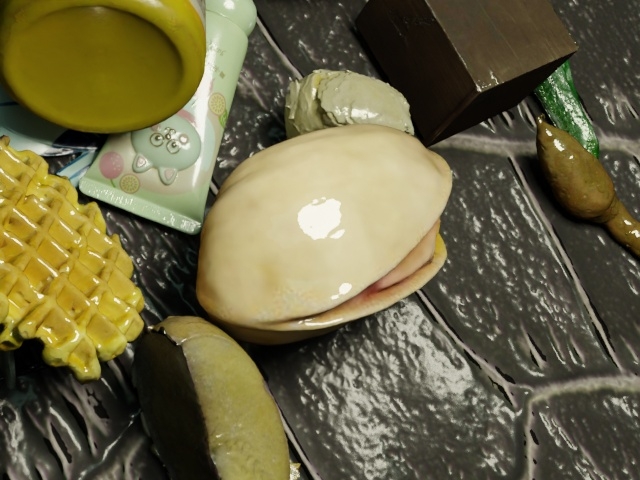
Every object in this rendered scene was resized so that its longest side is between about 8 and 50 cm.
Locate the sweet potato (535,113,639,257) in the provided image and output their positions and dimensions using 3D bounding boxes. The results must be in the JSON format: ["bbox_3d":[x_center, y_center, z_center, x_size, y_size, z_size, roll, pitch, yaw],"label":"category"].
[{"bbox_3d":[0.349,-0.056,1.405,0.269,0.075,0.074,46,61,-14],"label":"sweet potato"}]

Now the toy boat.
[{"bbox_3d":[-0.356,-0.173,1.252,0.291,0.067,0.220,48,60,-8],"label":"toy boat"}]

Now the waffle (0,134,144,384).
[{"bbox_3d":[-0.289,0.006,1.087,0.283,0.065,0.309,14,36,-57],"label":"waffle"}]

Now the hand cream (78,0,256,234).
[{"bbox_3d":[-0.163,-0.166,1.289,0.147,0.093,0.305,21,72,-9],"label":"hand cream"}]

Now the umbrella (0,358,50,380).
[{"bbox_3d":[-0.283,0.128,1.158,0.122,0.022,0.013,-17,100,-12],"label":"umbrella"}]

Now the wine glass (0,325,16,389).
[{"bbox_3d":[-0.422,0.102,1.064,0.241,0.126,0.126,-6,70,-18],"label":"wine glass"}]

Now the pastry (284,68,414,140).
[{"bbox_3d":[0.033,-0.139,1.292,0.166,0.166,0.088,11,67,-13],"label":"pastry"}]

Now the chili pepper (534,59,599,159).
[{"bbox_3d":[0.321,-0.181,1.459,0.088,0.059,0.226,-15,77,-18],"label":"chili pepper"}]

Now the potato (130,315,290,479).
[{"bbox_3d":[-0.114,0.188,1.126,0.098,0.138,0.243,-21,100,-37],"label":"potato"}]

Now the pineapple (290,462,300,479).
[{"bbox_3d":[-0.060,0.260,1.170,0.083,0.019,0.045,5,65,-17],"label":"pineapple"}]

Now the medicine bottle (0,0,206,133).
[{"bbox_3d":[-0.241,-0.326,1.221,0.224,0.224,0.384,6,54,-15],"label":"medicine bottle"}]

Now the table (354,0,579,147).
[{"bbox_3d":[0.176,-0.256,1.376,0.169,0.172,0.193,-26,82,-26],"label":"table"}]

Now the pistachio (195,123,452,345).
[{"bbox_3d":[0.000,0.000,1.175,0.309,0.230,0.229,-20,75,-24],"label":"pistachio"}]
